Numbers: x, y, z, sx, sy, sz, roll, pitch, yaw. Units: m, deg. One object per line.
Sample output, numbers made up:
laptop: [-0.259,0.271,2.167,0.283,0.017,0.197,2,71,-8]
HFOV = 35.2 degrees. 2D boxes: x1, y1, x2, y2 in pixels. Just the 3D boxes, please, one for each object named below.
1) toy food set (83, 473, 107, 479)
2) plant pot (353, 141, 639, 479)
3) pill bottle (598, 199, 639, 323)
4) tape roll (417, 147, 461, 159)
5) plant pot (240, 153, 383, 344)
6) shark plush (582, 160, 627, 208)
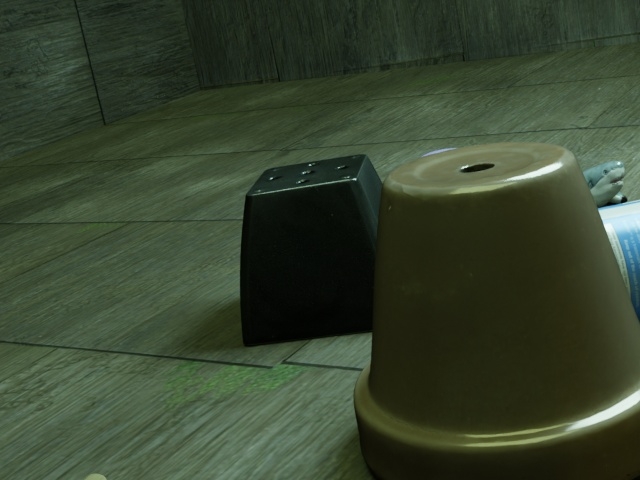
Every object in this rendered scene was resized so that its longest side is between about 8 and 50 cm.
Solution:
toy food set: [-0.125,0.233,0.708,0.192,0.039,0.132,6,30,33]
plant pot: [0.142,0.047,0.802,0.263,0.229,0.263,-9,15,3]
pill bottle: [0.336,0.017,0.959,0.221,0.124,0.124,-11,16,-1]
tape roll: [0.187,-0.027,1.156,0.189,0.080,0.189,9,33,-6]
plant pot: [0.000,0.000,1.168,0.188,0.167,0.187,-9,16,11]
shark plush: [0.356,-0.083,1.386,0.073,0.067,0.161,-17,17,-19]
